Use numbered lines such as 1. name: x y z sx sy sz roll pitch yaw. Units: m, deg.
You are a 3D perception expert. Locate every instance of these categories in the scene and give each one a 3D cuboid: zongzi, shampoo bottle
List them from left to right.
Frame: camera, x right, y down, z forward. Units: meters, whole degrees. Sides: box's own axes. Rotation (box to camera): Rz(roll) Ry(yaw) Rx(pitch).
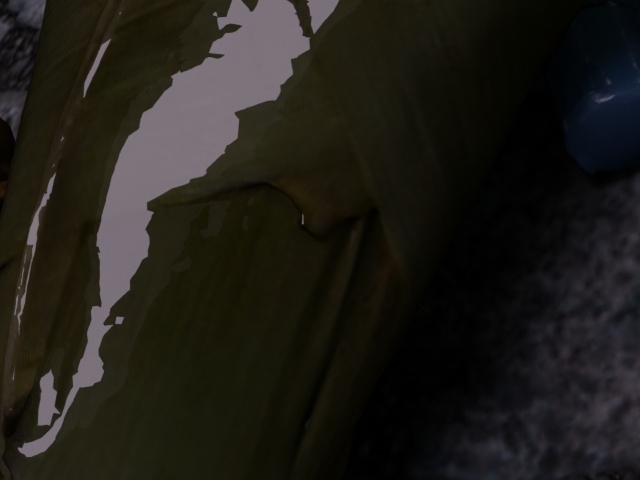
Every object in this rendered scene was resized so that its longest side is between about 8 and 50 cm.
1. zongzi: 0.000 0.000 0.632 0.418 0.181 0.447 -23 51 47
2. shampoo bottle: 0.110 -0.143 0.773 0.104 0.061 0.258 -35 47 26

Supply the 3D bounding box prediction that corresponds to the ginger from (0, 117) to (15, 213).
1. ginger: -0.242 0.069 0.852 0.254 0.176 0.418 -39 40 22
